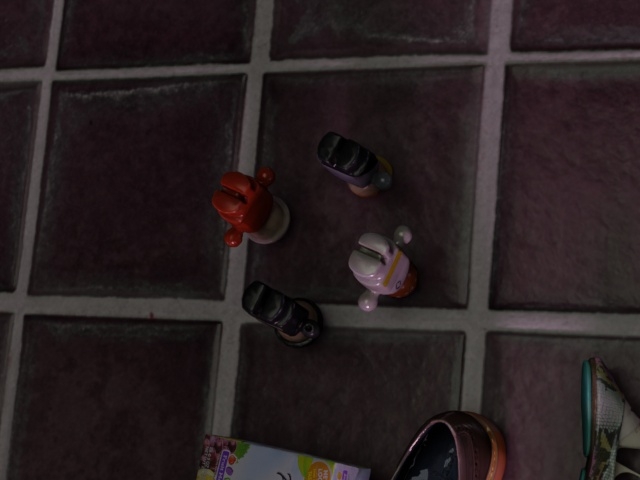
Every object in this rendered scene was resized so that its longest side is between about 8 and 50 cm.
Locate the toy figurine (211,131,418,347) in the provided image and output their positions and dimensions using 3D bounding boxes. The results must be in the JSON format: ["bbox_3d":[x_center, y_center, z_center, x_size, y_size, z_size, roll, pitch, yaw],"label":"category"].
[{"bbox_3d":[0.000,0.000,1.770,0.209,0.148,0.213,-24,68,12],"label":"toy figurine"}]

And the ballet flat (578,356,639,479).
[{"bbox_3d":[0.303,0.235,1.628,0.079,0.077,0.222,6,86,6],"label":"ballet flat"}]

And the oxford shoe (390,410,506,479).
[{"bbox_3d":[0.082,0.349,1.660,0.130,0.132,0.364,17,86,25],"label":"oxford shoe"}]

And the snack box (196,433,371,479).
[{"bbox_3d":[-0.055,0.318,1.734,0.207,0.070,0.175,4,80,41],"label":"snack box"}]
